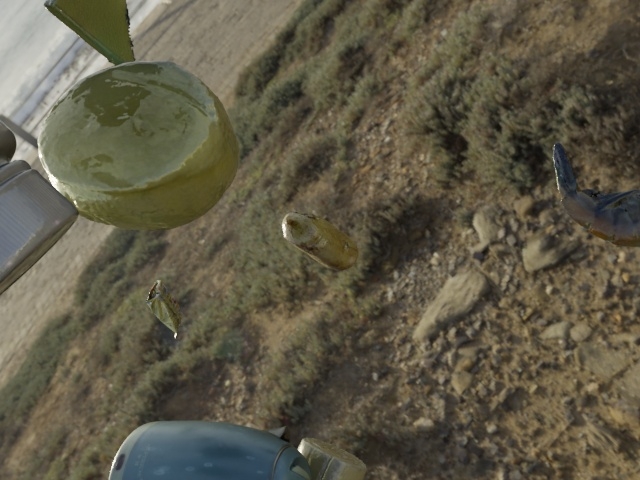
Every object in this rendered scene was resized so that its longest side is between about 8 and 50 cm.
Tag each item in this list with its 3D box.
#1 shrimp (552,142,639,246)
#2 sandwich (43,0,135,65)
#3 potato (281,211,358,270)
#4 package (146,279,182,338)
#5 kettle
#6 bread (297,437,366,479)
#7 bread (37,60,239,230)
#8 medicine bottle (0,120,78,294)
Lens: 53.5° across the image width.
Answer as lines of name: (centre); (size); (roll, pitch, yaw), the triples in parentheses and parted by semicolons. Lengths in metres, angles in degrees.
shrimp: (0.437, -0.128, 0.884); (0.261, 0.198, 0.051); (-64, -4, 8)
sandwich: (-0.568, -0.551, 1.543); (0.063, 0.212, 0.244); (1, 101, 36)
potato: (0.000, 0.000, 1.241); (0.080, 0.171, 0.107); (-51, 17, 11)
package: (-0.351, 0.151, 1.436); (0.031, 0.120, 0.108); (-30, 18, 6)
kettle: (-0.182, 0.484, 1.146); (0.343, 0.247, 0.319); (-8, 47, 21)
bread: (0.003, 0.488, 1.272); (0.148, 0.134, 0.141); (16, 79, 49)
bread: (-0.301, -0.153, 1.097); (0.321, 0.237, 0.320); (-6, 58, 10)
medicine bottle: (-0.460, -0.088, 0.706); (0.208, 0.340, 0.208); (-43, 12, 12)
